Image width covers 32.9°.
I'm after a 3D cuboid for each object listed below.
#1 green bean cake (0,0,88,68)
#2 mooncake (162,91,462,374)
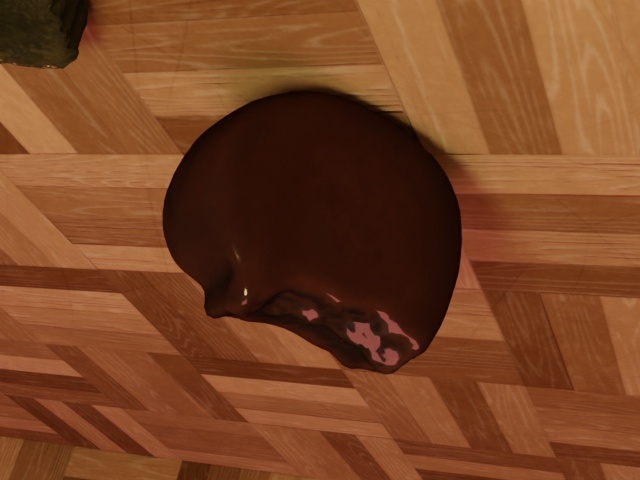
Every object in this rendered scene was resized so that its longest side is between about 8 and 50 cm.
[{"bbox_3d":[-0.347,-0.267,1.131,0.184,0.094,0.183,11,151,8],"label":"green bean cake"},{"bbox_3d":[0.000,0.000,1.223,0.325,0.334,0.174,-16,173,-35],"label":"mooncake"}]
